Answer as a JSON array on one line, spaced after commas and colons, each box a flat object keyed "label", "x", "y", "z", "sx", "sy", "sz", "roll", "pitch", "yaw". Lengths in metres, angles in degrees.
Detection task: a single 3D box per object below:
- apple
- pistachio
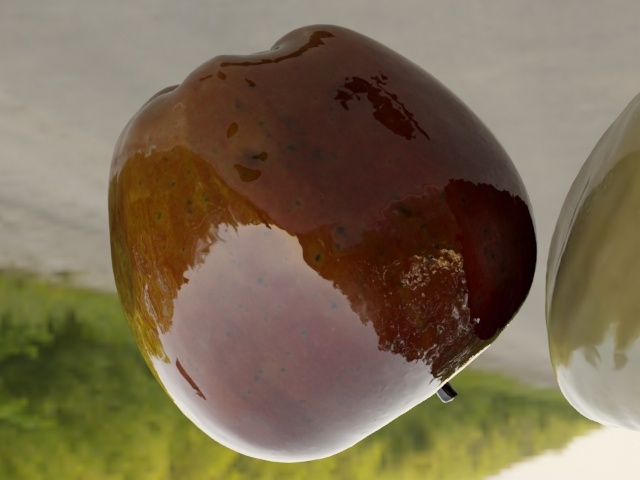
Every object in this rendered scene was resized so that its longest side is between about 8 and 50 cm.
[{"label": "apple", "x": 0.002, "y": -0.001, "z": 0.992, "sx": 0.234, "sy": 0.234, "sz": 0.234, "roll": -3, "pitch": 175, "yaw": 0}, {"label": "pistachio", "x": 0.214, "y": -0.002, "z": 0.936, "sx": 0.162, "sy": 0.181, "sz": 0.293, "roll": -10, "pitch": 144, "yaw": -39}]
